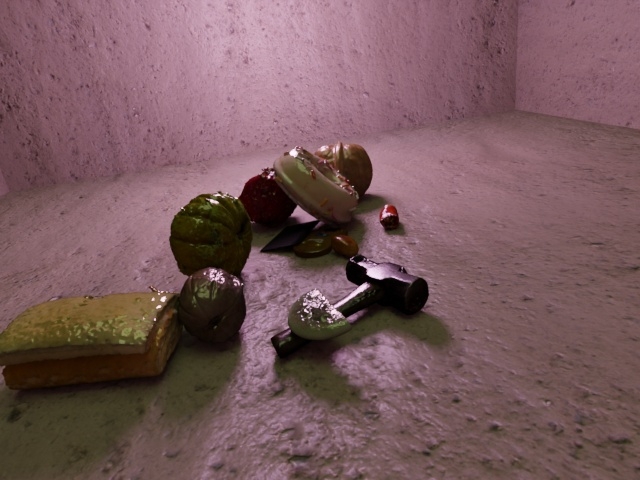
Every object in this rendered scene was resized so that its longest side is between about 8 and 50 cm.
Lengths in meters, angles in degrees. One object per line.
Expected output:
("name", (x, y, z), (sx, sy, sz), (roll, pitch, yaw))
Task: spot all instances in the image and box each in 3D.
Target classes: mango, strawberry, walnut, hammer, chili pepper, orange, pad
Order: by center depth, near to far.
("hammer", (0.053, 0.175, 1.119), (0.409, 0.095, 0.242), (-27, 28, -28))
("walnut", (-0.272, 0.154, 1.143), (0.178, 0.178, 0.230), (-9, 21, -2))
("orange", (-0.340, -0.016, 1.402), (0.223, 0.300, 0.301), (7, 43, 15))
("mango", (0.082, 0.018, 1.492), (0.080, 0.060, 0.114), (-1, 21, -27))
("chili pepper", (0.259, -0.089, 1.683), (0.070, 0.073, 0.123), (33, 24, -10))
("pad", (-0.108, -0.022, 1.686), (0.170, 0.006, 0.245), (-11, 19, 25))
("strawberry", (-0.210, -0.160, 1.852), (0.274, 0.220, 0.274), (-16, -17, -5))
("walnut", (0.088, -0.307, 2.021), (0.296, 0.285, 0.285), (-1, 22, 1))

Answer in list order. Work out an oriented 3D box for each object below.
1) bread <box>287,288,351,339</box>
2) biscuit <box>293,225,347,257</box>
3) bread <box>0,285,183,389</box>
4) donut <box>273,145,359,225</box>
("bread", (-0.022, 0.172, 1.028), (0.112, 0.036, 0.193), (-24, 27, -15))
("biscuit", (0.000, 0.000, 1.603), (0.180, 0.039, 0.236), (7, 29, 30))
("bread", (-0.534, 0.223, 1.077), (0.375, 0.165, 0.236), (-6, 27, 5))
("donut", (-0.006, -0.215, 1.726), (0.142, 0.382, 0.382), (-49, 16, 20))
